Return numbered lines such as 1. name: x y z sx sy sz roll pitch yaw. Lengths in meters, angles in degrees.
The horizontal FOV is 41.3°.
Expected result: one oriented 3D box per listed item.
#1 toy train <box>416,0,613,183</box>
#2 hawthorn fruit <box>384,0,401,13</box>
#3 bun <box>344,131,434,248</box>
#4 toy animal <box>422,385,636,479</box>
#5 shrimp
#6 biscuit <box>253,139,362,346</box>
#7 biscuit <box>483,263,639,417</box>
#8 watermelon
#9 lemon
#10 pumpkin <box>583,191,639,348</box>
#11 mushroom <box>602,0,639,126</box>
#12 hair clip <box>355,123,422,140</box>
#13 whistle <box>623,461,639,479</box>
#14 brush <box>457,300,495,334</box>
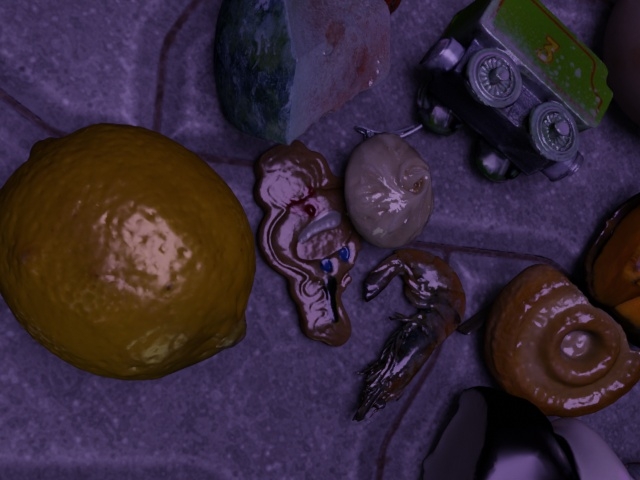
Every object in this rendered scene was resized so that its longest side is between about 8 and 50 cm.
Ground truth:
1. toy train: 0.313 -0.247 1.376 0.307 0.173 0.249 39 65 -13
2. hawthorn fruit: 0.093 -0.402 1.341 0.093 0.093 0.093 2 85 -20
3. bun: 0.121 -0.078 1.298 0.183 0.102 0.183 7 81 -46
4. toy animal: 0.330 0.385 1.295 0.310 0.251 0.251 26 77 -10
5. shrimp: 0.111 0.138 1.330 0.169 0.058 0.296 43 70 -5
6. biscuit: -0.007 0.004 1.299 0.183 0.047 0.319 -3 88 -18
7. biscuit: 0.384 0.183 1.366 0.274 0.091 0.213 35 101 -17
8. watermelon: -0.011 -0.296 1.239 0.258 0.228 0.387 14 72 -28
9. lemon: -0.248 0.016 1.074 0.336 0.336 0.336 2 85 -20
10. pumpkin: 0.600 0.042 1.404 0.303 0.256 0.225 -36 110 22
11. mushroom: 0.675 -0.326 1.475 0.362 0.294 0.362 -2 80 11
12. hair clip: 0.108 -0.175 1.360 0.115 0.030 0.039 -13 89 -21
13. whistle: 0.566 0.415 1.449 0.223 0.123 0.123 -22 94 -34
14. brush: 0.307 0.109 1.413 0.190 0.034 0.027 -32 113 -21
